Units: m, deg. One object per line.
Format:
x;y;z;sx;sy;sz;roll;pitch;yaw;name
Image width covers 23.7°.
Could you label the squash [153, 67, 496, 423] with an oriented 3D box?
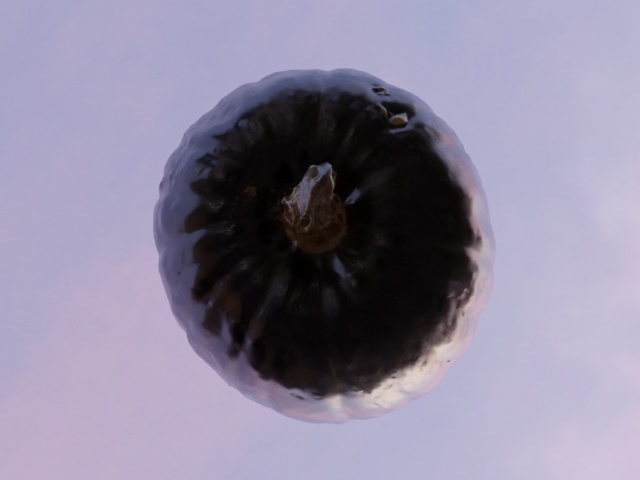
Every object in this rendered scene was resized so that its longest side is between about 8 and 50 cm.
0.000;0.002;0.825;0.193;0.156;0.193;2;-79;9;squash
